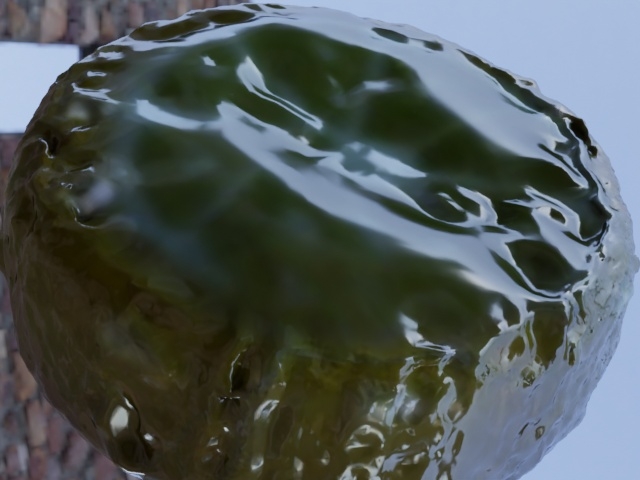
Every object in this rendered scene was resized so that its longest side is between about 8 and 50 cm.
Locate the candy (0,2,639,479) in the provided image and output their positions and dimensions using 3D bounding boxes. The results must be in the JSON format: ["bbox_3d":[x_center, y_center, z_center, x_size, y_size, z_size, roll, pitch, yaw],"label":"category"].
[{"bbox_3d":[0.000,0.000,0.514,0.260,0.260,0.118,43,-43,33],"label":"candy"}]
